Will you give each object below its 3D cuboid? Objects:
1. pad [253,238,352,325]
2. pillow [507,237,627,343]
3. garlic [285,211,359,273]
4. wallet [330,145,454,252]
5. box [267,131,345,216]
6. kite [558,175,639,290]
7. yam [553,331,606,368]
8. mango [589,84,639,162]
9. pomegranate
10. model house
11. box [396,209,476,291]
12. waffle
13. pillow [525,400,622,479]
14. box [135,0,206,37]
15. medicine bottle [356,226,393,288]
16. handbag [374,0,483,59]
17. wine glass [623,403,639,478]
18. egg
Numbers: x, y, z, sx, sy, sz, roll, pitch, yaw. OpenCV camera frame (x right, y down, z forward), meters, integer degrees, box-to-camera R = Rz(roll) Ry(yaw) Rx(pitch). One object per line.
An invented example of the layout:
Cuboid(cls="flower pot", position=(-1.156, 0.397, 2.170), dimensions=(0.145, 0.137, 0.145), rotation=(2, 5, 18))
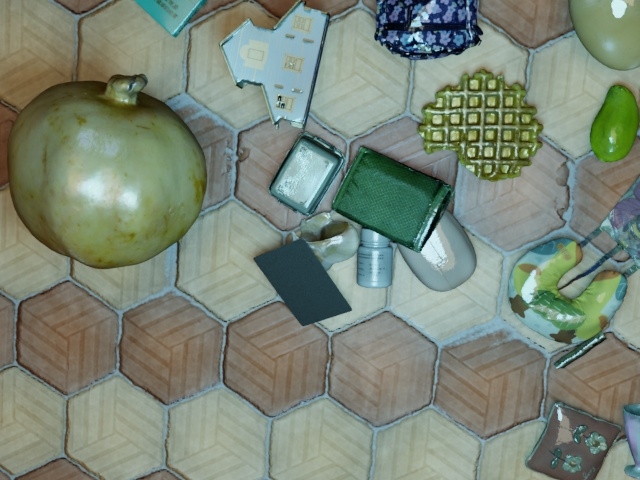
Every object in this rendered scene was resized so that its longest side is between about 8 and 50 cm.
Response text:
Cuboid(cls="pad", position=(-0.039, 0.097, 1.565), dimensions=(0.143, 0.003, 0.211), rotation=(-21, 115, 27))
Cuboid(cls="pillow", position=(0.529, 0.113, 1.538), dimensions=(0.233, 0.086, 0.214), rotation=(39, 99, 7))
Cuboid(cls="garlic", position=(0.001, 0.012, 1.551), dimensions=(0.175, 0.099, 0.124), rotation=(-19, 103, 23))
Cuboid(cls="wallet", position=(0.150, -0.090, 1.510), dimensions=(0.236, 0.055, 0.160), rotation=(28, 89, 29))
Cuboid(cls="box", position=(-0.034, -0.142, 1.539), dimensions=(0.124, 0.093, 0.172), rotation=(30, 99, -1))
Cuboid(cls="kite", position=(0.676, 0.006, 1.551), dimensions=(0.360, 0.022, 0.204), rotation=(-42, 94, 8))
Cuboid(cls="yam", position=(0.584, 0.248, 1.590), dimensions=(0.129, 0.033, 0.027), rotation=(-38, 121, 12))
Cuboid(cls="mango", position=(0.624, -0.247, 1.491), dimensions=(0.091, 0.074, 0.165), rotation=(6, 98, 5))
Cuboid(cls="pomegranate", position=(-0.423, -0.153, 1.417), dimensions=(0.412, 0.411, 0.411), rotation=(1, 98, 4))
Cuboid(cls="model house", position=(-0.105, -0.373, 1.468), dimensions=(0.207, 0.178, 0.270), rotation=(12, 101, -4))
Cuboid(cls="box", position=(0.252, 0.015, 1.545), dimensions=(0.146, 0.088, 0.200), rotation=(-34, 93, 9))
Cuboid(cls="waffle", position=(0.349, -0.233, 1.521), dimensions=(0.249, 0.056, 0.253), rotation=(-32, 96, 8))
Cuboid(cls="pillow", position=(0.574, 0.472, 1.595), dimensions=(0.172, 0.075, 0.179), rotation=(22, 100, 0))
Cuboid(cls="box", position=(-0.303, -0.580, 1.521), dimensions=(0.161, 0.042, 0.226), rotation=(42, 99, -4))
Cuboid(cls="medicine bottle", position=(0.121, 0.036, 1.561), dimensions=(0.080, 0.080, 0.130), rotation=(1, 97, 4))
Cuboid(cls="handbag", position=(0.223, -0.481, 1.459), dimensions=(0.229, 0.127, 0.207), rotation=(0, 104, 4))
Cuboid(cls="wine glass", position=(0.719, 0.453, 1.584), dimensions=(0.073, 0.073, 0.155), rotation=(-2, 97, 4))
Cuboid(cls="egg", position=(0.602, -0.462, 1.402), dimensions=(0.201, 0.201, 0.244), rotation=(-13, 111, 5))
